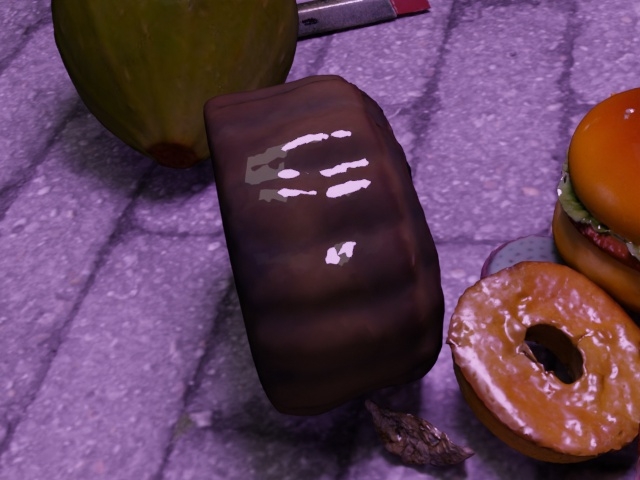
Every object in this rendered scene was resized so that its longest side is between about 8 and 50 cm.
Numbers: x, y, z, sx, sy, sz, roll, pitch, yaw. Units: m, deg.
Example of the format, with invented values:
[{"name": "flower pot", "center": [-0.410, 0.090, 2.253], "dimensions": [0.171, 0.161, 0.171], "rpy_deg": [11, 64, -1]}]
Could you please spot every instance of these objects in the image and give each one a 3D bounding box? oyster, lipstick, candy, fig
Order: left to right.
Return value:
[{"name": "fig", "center": [-0.170, -0.233, 1.118], "dimensions": [0.316, 0.316, 0.316], "rpy_deg": [-7, 42, 7]}, {"name": "lipstick", "center": [-0.002, -0.317, 1.331], "dimensions": [0.312, 0.051, 0.051], "rpy_deg": [-12, 40, 0]}, {"name": "oyster", "center": [0.078, 0.165, 0.780], "dimensions": [0.038, 0.080, 0.083], "rpy_deg": [-57, 20, -11]}, {"name": "candy", "center": [0.203, 0.040, 0.899], "dimensions": [0.103, 0.043, 0.103], "rpy_deg": [-9, 44, 8]}]

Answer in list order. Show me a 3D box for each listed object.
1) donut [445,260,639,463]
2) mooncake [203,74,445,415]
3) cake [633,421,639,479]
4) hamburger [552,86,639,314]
[{"name": "donut", "center": [0.188, 0.107, 0.788], "dimensions": [0.162, 0.065, 0.178], "rpy_deg": [-15, 58, -17]}, {"name": "mooncake", "center": [0.000, 0.000, 0.817], "dimensions": [0.161, 0.290, 0.290], "rpy_deg": [-14, 42, -5]}, {"name": "cake", "center": [0.358, 0.102, 0.569], "dimensions": [0.270, 0.270, 0.319], "rpy_deg": [27, 37, 15]}, {"name": "hamburger", "center": [0.332, -0.047, 0.839], "dimensions": [0.245, 0.170, 0.246], "rpy_deg": [2, 36, -1]}]
